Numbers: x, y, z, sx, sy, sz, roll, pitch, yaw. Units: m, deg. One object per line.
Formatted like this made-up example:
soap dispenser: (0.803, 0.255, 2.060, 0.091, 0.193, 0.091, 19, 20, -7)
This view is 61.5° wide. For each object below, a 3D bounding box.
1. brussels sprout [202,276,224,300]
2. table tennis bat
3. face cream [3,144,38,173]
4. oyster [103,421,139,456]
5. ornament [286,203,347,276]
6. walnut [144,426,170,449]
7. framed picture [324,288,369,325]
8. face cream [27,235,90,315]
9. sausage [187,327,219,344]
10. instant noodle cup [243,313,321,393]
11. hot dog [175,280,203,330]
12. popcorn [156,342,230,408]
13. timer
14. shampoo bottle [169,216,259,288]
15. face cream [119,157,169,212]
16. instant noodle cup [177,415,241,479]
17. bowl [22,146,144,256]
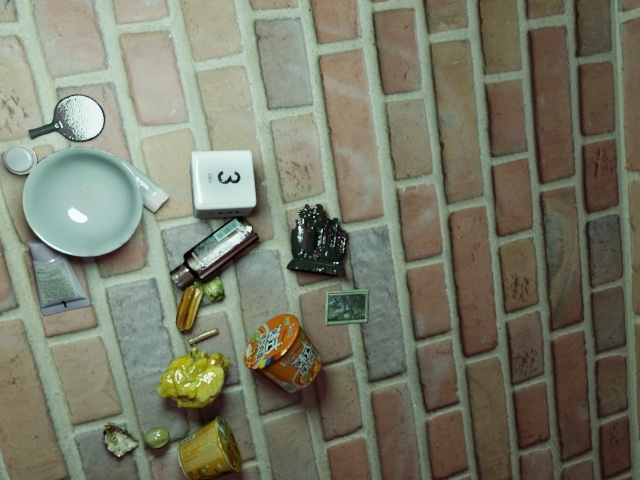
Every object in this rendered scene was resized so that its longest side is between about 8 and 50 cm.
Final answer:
brussels sprout: (-0.381, 0.181, 1.937, 0.085, 0.058, 0.085, -8, 118, -15)
table tennis bat: (-0.814, -0.379, 1.727, 0.236, 0.027, 0.150, -24, 105, -13)
face cream: (-0.930, -0.253, 1.676, 0.091, 0.095, 0.091, -3, 100, -16)
oyster: (-0.722, 0.698, 1.921, 0.103, 0.051, 0.148, -25, 121, -14)
ornament: (0.000, 0.000, 2.006, 0.251, 0.106, 0.260, 13, 86, -25)
walnut: (-0.592, 0.718, 1.949, 0.092, 0.092, 0.092, -3, 100, -16)
framed picture: (0.105, 0.263, 2.119, 0.183, 0.011, 0.141, -1, 99, -17)
face cream: (-0.871, 0.116, 1.768, 0.154, 0.096, 0.273, -13, 116, -17)
sausage: (-0.428, 0.349, 1.966, 0.116, 0.026, 0.026, -21, 105, -13)
instant noodle cup: (-0.129, 0.424, 1.964, 0.250, 0.250, 0.192, -41, 116, -7)
hot dog: (-0.467, 0.233, 1.917, 0.072, 0.055, 0.188, 17, 89, 12)
popcorn: (-0.438, 0.495, 1.903, 0.254, 0.190, 0.191, -38, 114, -12)
timer: (-0.330, -0.186, 1.797, 0.195, 0.194, 0.192, -4, 83, -17)
shampoo bottle: (-0.377, 0.044, 1.889, 0.323, 0.084, 0.129, -39, 73, -8)
face cream: (-0.609, -0.186, 1.805, 0.084, 0.057, 0.198, -45, 110, 2)
instant noodle cup: (-0.406, 0.773, 1.956, 0.172, 0.216, 0.215, -24, 105, -2)
bowl: (-0.743, -0.129, 1.717, 0.346, 0.157, 0.345, -3, 101, -14)
